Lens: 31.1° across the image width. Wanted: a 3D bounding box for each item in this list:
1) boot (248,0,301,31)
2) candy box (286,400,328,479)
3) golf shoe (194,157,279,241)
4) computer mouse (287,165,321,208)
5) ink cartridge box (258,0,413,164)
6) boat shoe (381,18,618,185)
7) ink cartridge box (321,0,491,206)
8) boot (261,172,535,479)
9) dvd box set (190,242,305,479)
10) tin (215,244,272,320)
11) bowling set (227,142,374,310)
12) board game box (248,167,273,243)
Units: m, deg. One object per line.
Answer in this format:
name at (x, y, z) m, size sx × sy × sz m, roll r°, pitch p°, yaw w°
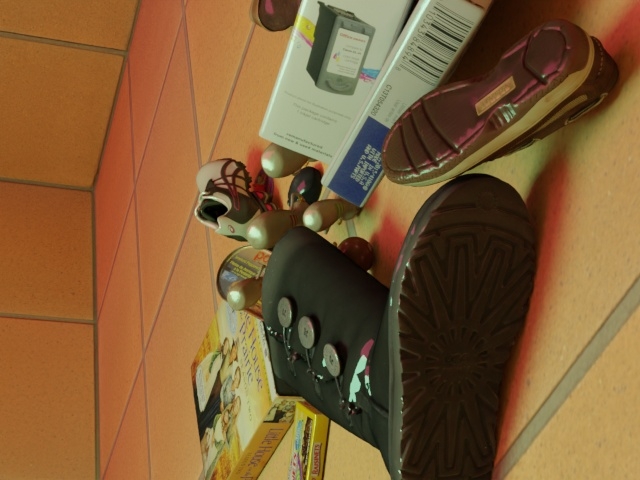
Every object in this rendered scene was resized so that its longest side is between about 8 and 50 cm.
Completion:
boot at (-0.047, -0.490, 2.028) m, size 0.207 × 0.090 × 0.248 m, roll 18°, pitch 100°, yaw 59°
candy box at (-0.025, 0.351, 1.721) m, size 0.105 × 0.027 × 0.205 m, roll -169°, pitch 86°, yaw -75°
golf shoe at (-0.178, -0.080, 2.087) m, size 0.273 × 0.120 × 0.105 m, roll 39°, pitch 123°, yaw 52°
computer mouse at (-0.053, -0.045, 1.916) m, size 0.242 × 0.041 × 0.071 m, roll 121°, pitch 149°, yaw -52°
ink cartridge box at (0.043, -0.281, 1.470) m, size 0.226 × 0.131 × 0.306 m, roll -67°, pitch -2°, yaw -52°
boat shoe at (0.173, -0.113, 1.109) m, size 0.257 × 0.095 × 0.095 m, roll -27°, pitch 58°, yaw 43°
ink cartridge box at (0.141, -0.242, 1.281) m, size 0.330 × 0.071 × 0.324 m, roll -57°, pitch -2°, yaw -39°
boot at (0.064, 0.062, 1.350) m, size 0.445 × 0.146 × 0.367 m, roll -141°, pitch 59°, yaw -66°
dvd box set at (-0.134, 0.243, 2.002) m, size 0.420 × 0.062 × 0.307 m, roll 119°, pitch 147°, yaw -48°
tin at (-0.087, 0.072, 1.833) m, size 0.190 × 0.040 × 0.106 m, roll 25°, pitch 83°, yaw 39°
bowling set at (0.000, 0.000, 1.652) m, size 0.154 × 0.200 × 0.287 m, roll -28°, pitch -40°, yaw -60°
board game box at (-0.127, -0.056, 2.148) m, size 0.133 × 0.033 × 0.168 m, roll -172°, pitch 88°, yaw -72°
